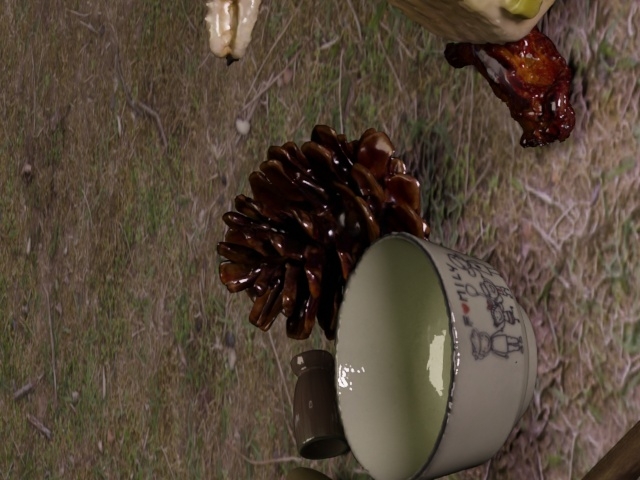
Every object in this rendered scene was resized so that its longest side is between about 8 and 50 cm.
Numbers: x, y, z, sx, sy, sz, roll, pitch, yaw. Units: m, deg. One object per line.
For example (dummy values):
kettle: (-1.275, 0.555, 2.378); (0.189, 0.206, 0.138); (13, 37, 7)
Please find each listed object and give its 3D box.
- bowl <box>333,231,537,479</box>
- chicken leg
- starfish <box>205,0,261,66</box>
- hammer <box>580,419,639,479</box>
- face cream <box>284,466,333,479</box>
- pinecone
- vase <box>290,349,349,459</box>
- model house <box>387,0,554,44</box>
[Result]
bowl: (0.104, 0.099, 1.531); (0.211, 0.112, 0.211); (-178, 90, -65)
chicken leg: (0.155, -0.138, 1.528); (0.205, 0.053, 0.093); (-115, 22, -51)
starfish: (0.043, -0.361, 1.356); (0.324, 0.082, 0.432); (-21, 49, 52)
hammer: (0.249, 0.107, 1.244); (0.365, 0.111, 0.043); (-56, 46, 43)
face cream: (-0.038, 0.376, 1.833); (0.173, 0.081, 0.348); (-113, 36, -44)
pinecone: (0.000, 0.000, 1.669); (0.208, 0.207, 0.208); (-177, 90, -64)
vase: (-0.003, 0.160, 1.818); (0.053, 0.053, 0.101); (126, 142, -49)
model house: (0.090, -0.274, 1.481); (0.175, 0.193, 0.234); (-51, 39, 6)
